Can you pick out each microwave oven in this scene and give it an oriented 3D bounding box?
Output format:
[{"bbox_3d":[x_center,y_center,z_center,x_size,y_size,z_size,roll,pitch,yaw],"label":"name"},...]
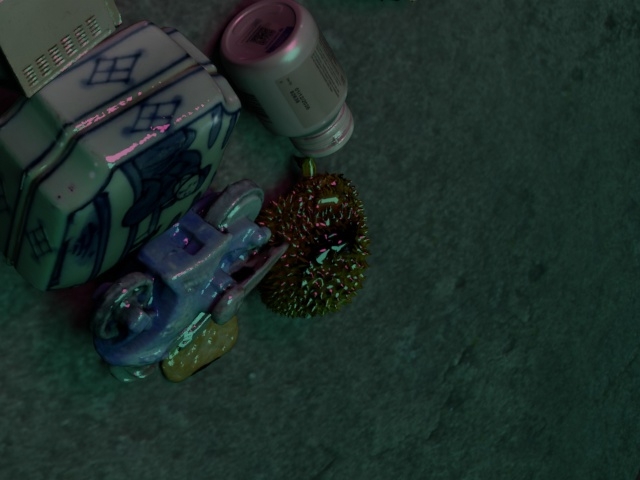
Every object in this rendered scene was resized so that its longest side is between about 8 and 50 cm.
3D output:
[{"bbox_3d":[-0.336,-0.247,1.473,0.163,0.205,0.129,-45,136,-25],"label":"microwave oven"}]

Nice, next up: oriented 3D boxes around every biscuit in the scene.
[{"bbox_3d":[-0.170,0.151,2.001,0.147,0.018,0.071,-31,126,-36],"label":"biscuit"}]

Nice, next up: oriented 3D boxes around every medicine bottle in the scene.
[{"bbox_3d":[-0.036,-0.212,1.896,0.135,0.135,0.215,-54,140,-18],"label":"medicine bottle"}]

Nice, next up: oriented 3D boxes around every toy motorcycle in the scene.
[{"bbox_3d":[-0.174,0.069,1.826,0.319,0.182,0.241,-41,134,-32],"label":"toy motorcycle"}]

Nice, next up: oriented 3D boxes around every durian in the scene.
[{"bbox_3d":[0.000,0.000,2.009,0.193,0.138,0.237,-10,104,-23],"label":"durian"}]

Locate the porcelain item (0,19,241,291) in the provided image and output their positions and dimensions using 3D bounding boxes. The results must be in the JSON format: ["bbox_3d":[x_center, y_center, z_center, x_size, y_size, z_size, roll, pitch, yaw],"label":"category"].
[{"bbox_3d":[-0.241,-0.090,1.606,0.286,0.157,0.281,-35,166,-35],"label":"porcelain item"}]

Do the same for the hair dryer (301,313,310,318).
[{"bbox_3d":[-0.012,0.043,2.118,0.082,0.047,0.137,-32,123,-36],"label":"hair dryer"}]
